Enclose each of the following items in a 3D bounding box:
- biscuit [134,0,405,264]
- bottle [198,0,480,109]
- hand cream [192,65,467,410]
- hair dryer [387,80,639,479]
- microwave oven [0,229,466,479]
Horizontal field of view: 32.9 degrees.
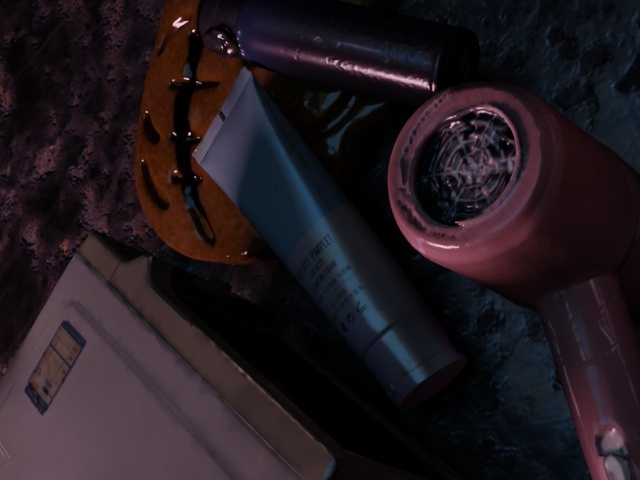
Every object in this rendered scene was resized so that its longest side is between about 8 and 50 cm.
[{"bbox_3d":[-0.047,-0.156,1.019,0.314,0.063,0.367,8,83,39],"label":"biscuit"},{"bbox_3d":[0.008,-0.163,0.906,0.244,0.072,0.082,20,53,29],"label":"bottle"},{"bbox_3d":[0.000,0.000,0.907,0.312,0.070,0.111,54,130,22],"label":"hand cream"},{"bbox_3d":[0.172,0.078,0.685,0.125,0.210,0.352,-30,58,28],"label":"hair dryer"},{"bbox_3d":[-0.086,0.199,0.832,0.355,0.218,0.286,34,95,46],"label":"microwave oven"}]
